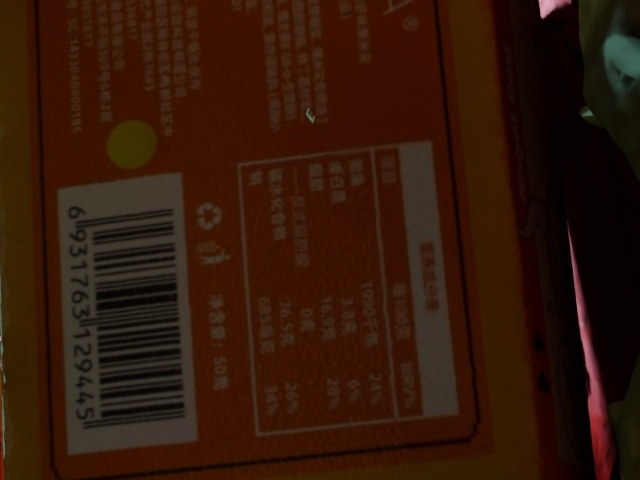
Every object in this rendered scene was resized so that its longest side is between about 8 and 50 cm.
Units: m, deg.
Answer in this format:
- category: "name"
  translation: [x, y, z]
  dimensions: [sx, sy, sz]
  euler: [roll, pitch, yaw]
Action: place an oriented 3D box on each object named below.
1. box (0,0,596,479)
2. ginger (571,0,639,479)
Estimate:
- category: "box"
  translation: [0.000, 0.000, 0.787]
  dimensions: [0.259, 0.214, 0.283]
  euler: [54, -149, -70]
- category: "ginger"
  translation: [0.144, 0.035, 0.639]
  dimensions: [0.133, 0.107, 0.309]
  euler: [-2, 94, 59]
